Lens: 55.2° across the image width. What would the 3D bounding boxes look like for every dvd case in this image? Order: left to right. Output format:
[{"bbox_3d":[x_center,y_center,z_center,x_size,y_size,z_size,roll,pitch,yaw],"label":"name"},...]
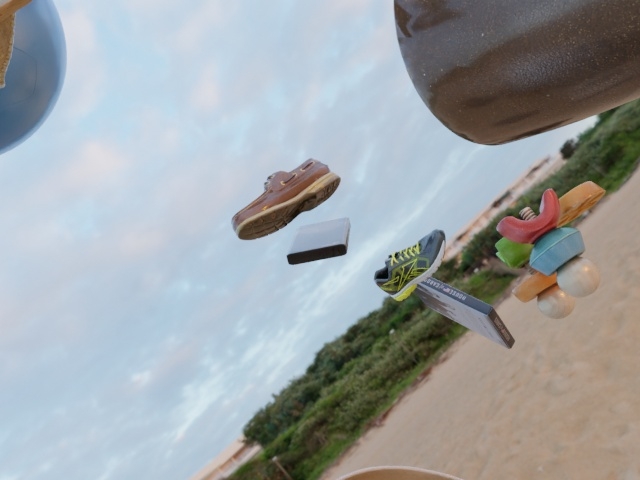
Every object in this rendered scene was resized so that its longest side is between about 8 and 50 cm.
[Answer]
[{"bbox_3d":[0.299,0.145,1.348,0.029,0.239,0.179,-55,-43,-10],"label":"dvd case"}]

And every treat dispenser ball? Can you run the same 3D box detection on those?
[{"bbox_3d":[-0.454,-0.232,0.722,0.288,0.288,0.288,-41,-17,-15],"label":"treat dispenser ball"}]

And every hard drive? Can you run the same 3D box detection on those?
[{"bbox_3d":[0.000,0.000,1.003,0.094,0.022,0.135,-11,19,9],"label":"hard drive"}]

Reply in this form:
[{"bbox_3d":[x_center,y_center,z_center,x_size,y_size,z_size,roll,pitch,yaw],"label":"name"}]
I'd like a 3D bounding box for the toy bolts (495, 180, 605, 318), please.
[{"bbox_3d":[0.394,0.016,0.969,0.218,0.158,0.228,-36,-21,11],"label":"toy bolts"}]

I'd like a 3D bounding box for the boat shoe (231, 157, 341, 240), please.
[{"bbox_3d":[-0.053,-0.058,0.819,0.178,0.060,0.064,-33,-17,-34],"label":"boat shoe"}]

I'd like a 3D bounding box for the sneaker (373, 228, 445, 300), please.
[{"bbox_3d":[0.076,0.020,0.527,0.083,0.035,0.031,-56,18,33],"label":"sneaker"}]

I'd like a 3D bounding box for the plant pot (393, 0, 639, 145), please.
[{"bbox_3d":[0.209,-0.186,0.441,0.215,0.215,0.230,-37,22,-26],"label":"plant pot"}]

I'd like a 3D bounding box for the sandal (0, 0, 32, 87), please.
[{"bbox_3d":[-0.239,-0.144,0.433,0.240,0.088,0.079,-44,-27,-13],"label":"sandal"}]

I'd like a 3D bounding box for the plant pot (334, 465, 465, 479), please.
[{"bbox_3d":[0.089,0.356,0.492,0.284,0.284,0.191,-15,-54,-61],"label":"plant pot"}]
